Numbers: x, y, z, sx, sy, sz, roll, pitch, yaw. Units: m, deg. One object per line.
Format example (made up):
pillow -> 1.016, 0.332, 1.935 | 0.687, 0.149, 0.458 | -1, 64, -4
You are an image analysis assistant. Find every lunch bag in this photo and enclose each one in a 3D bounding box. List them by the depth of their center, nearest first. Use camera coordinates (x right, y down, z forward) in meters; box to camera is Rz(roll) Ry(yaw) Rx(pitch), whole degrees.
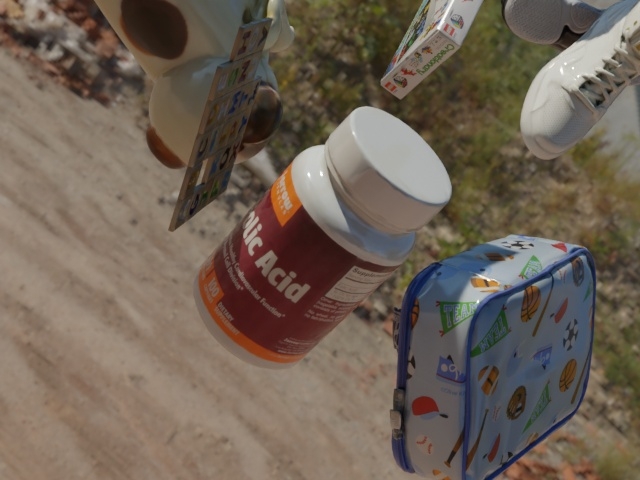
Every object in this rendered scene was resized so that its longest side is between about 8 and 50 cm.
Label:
lunch bag -> 0.186, 0.130, 1.123 | 0.115, 0.243, 0.303 | 15, 21, 38

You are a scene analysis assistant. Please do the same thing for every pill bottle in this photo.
pill bottle -> 0.000, 0.000, 1.575 | 0.224, 0.392, 0.224 | 30, 33, -22

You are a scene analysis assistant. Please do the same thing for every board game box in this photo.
board game box -> 0.223, -0.406, 1.830 | 0.053, 0.193, 0.305 | 35, 59, -12

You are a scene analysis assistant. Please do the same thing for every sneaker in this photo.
sneaker -> 0.398, -0.241, 1.429 | 0.108, 0.292, 0.169 | 41, -16, -12
sneaker -> 0.391, -0.333, 1.632 | 0.268, 0.101, 0.153 | 21, 19, -18

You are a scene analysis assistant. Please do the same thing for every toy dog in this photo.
toy dog -> -0.184, -0.315, 1.611 | 0.395, 0.284, 0.408 | -38, 112, -70

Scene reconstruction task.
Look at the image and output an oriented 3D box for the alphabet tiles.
alphabet tiles -> -0.108, -0.141, 1.219 | 0.009, 0.237, 0.198 | 22, 20, 6
